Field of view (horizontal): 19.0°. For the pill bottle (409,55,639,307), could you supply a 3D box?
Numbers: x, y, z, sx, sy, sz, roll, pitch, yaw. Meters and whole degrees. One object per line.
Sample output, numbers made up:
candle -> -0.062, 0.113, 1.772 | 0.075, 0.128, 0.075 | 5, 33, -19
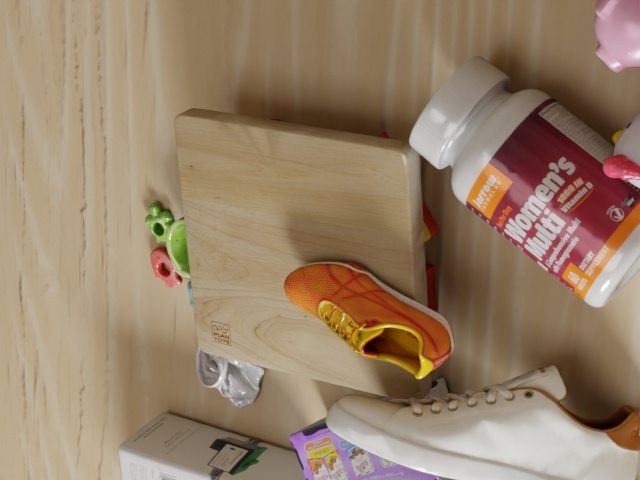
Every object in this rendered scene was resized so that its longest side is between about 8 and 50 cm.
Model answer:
pill bottle -> 0.191, -0.054, 1.650 | 0.221, 0.121, 0.121 | 39, 129, 12

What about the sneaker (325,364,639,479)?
sneaker -> 0.153, 0.161, 1.758 | 0.290, 0.106, 0.123 | 13, 95, -6

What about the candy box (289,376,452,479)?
candy box -> 0.080, 0.254, 1.898 | 0.165, 0.070, 0.196 | -23, 88, 40

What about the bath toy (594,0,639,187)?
bath toy -> 0.274, -0.190, 1.521 | 0.151, 0.129, 0.348 | -141, 41, -59

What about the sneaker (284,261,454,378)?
sneaker -> 0.037, 0.068, 1.738 | 0.175, 0.067, 0.064 | 22, 125, 27

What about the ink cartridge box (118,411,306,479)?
ink cartridge box -> -0.099, 0.295, 2.051 | 0.219, 0.092, 0.160 | 14, 120, 29

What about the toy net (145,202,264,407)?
toy net -> -0.127, 0.076, 1.991 | 0.122, 0.045, 0.232 | 4, 115, 34

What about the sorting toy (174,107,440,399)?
sorting toy -> 0.000, 0.000, 1.834 | 0.257, 0.089, 0.255 | 11, 119, 31
